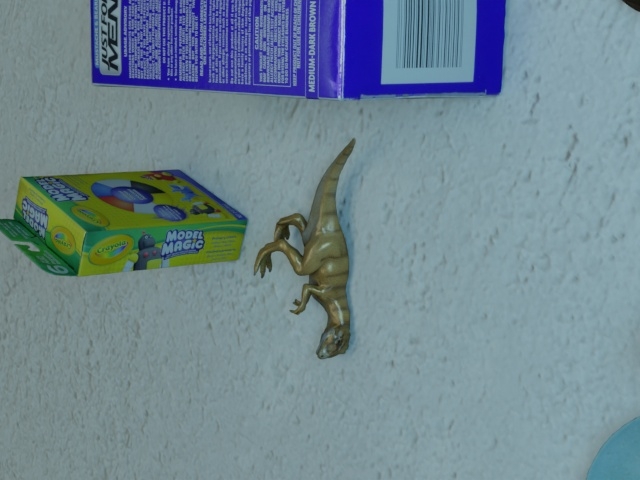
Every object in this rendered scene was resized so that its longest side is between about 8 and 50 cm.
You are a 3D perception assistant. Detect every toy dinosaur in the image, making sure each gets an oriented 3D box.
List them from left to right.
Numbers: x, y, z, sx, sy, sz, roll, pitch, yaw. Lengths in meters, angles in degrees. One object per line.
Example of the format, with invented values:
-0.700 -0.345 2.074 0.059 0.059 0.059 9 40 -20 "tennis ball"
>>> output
0.000 0.000 1.294 0.112 0.064 0.212 6 108 29 "toy dinosaur"

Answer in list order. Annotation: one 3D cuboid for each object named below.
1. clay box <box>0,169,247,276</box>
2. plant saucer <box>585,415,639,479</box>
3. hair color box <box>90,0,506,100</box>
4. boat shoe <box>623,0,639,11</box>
-0.198 -0.020 1.376 0.127 0.222 0.053 35 118 40 "clay box"
0.276 0.216 1.011 0.195 0.037 0.195 6 98 48 "plant saucer"
-0.030 -0.176 1.204 0.339 0.185 0.110 12 104 47 "hair color box"
0.278 -0.220 0.922 0.095 0.095 0.257 54 163 -6 "boat shoe"
